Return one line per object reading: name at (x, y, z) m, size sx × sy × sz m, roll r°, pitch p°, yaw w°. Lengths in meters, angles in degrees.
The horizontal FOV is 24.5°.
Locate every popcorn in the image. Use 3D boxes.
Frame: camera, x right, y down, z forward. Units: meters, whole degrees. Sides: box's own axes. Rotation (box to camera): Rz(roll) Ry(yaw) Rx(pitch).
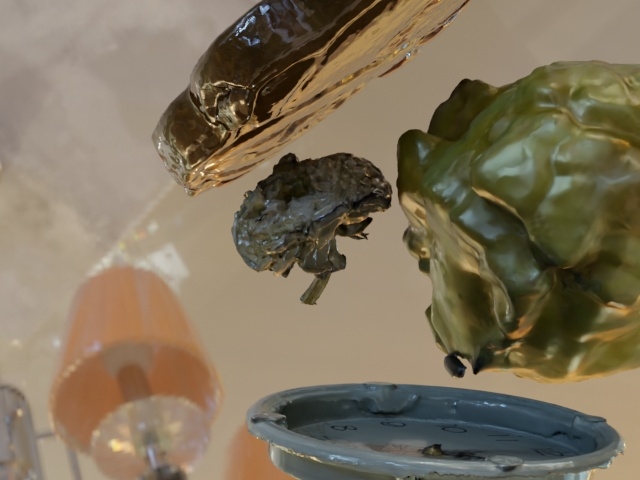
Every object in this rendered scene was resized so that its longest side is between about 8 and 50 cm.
popcorn at (0.169, -0.010, 1.025) m, size 0.252 × 0.215 × 0.286 m, roll 28°, pitch -34°, yaw 11°

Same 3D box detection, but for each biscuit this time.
biscuit at (0.011, -0.147, 1.111) m, size 0.359 × 0.074 × 0.381 m, roll -32°, pitch -8°, yaw -44°

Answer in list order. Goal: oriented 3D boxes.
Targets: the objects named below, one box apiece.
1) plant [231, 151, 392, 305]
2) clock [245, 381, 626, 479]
plant at (0.000, 0.000, 1.070) m, size 0.116 × 0.104 × 0.122 m, roll -5°, pitch -55°, yaw 17°
clock at (0.069, 0.133, 0.916) m, size 0.236 × 0.236 × 0.053 m, roll 3°, pitch -85°, yaw -22°
